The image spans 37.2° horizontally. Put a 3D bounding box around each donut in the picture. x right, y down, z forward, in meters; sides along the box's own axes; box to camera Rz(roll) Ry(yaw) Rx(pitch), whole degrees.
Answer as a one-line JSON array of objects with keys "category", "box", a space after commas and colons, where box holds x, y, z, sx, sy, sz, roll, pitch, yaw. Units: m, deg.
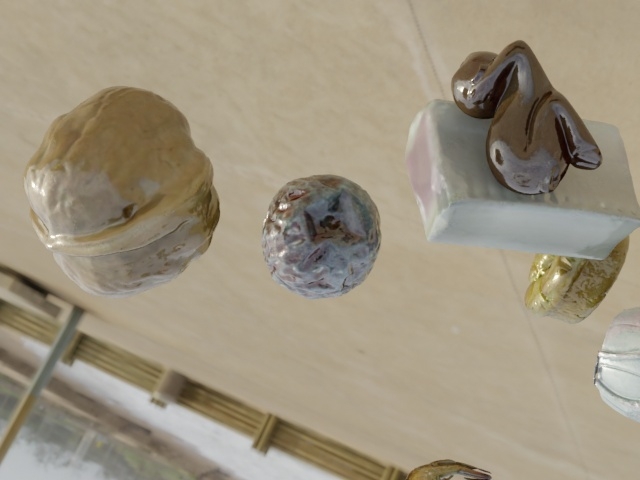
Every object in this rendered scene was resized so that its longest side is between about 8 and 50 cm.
[{"category": "donut", "box": [0.507, 0.055, 1.893, 0.128, 0.208, 0.261, 23, 141, 0]}]

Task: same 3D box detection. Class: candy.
[{"category": "candy", "box": [0.326, -0.093, 1.541, 0.359, 0.208, 0.145, 5, 147, -15]}]

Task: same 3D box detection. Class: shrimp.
[{"category": "shrimp", "box": [0.201, 0.355, 1.300, 0.124, 0.034, 0.178, -17, -153, -35]}]

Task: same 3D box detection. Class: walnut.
[{"category": "walnut", "box": [-0.285, -0.063, 1.381, 0.285, 0.285, 0.296, 13, 134, 36]}]

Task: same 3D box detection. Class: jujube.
[{"category": "jujube", "box": [0.000, 0.000, 1.736, 0.226, 0.226, 0.317, 25, 168, 1]}]

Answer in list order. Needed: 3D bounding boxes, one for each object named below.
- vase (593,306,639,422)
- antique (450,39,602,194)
[{"category": "vase", "box": [0.731, 0.252, 1.684, 0.445, 0.250, 0.250, 11, 158, 38]}, {"category": "antique", "box": [0.290, -0.183, 1.424, 0.257, 0.143, 0.121, 61, -177, 15]}]
